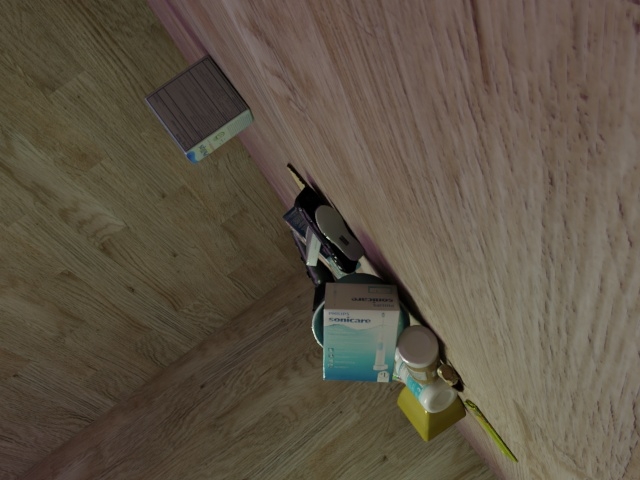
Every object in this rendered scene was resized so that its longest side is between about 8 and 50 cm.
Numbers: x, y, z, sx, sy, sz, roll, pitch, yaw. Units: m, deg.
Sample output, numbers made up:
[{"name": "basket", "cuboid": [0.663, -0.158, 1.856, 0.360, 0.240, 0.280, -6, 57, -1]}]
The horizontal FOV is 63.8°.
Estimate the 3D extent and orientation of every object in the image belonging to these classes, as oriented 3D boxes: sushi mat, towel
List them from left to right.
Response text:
[{"name": "sushi mat", "cuboid": [-0.044, -0.167, 1.980, 0.151, 0.019, 0.316, 50, 175, 28]}, {"name": "towel", "cuboid": [0.590, 0.663, 1.791, 0.237, 0.021, 0.102, 53, 177, 2]}]

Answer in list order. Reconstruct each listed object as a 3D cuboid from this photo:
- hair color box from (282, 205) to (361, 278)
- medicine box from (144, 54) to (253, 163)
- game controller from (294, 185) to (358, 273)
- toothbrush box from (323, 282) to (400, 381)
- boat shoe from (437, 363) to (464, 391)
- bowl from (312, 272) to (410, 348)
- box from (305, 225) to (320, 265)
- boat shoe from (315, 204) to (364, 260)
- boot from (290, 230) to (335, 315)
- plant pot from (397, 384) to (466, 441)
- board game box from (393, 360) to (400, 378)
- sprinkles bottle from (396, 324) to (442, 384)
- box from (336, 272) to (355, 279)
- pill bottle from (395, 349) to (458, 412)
[{"name": "hair color box", "cuboid": [0.000, 0.000, 2.078, 0.347, 0.105, 0.174, 43, 173, 44]}, {"name": "medicine box", "cuboid": [-0.445, -0.483, 1.912, 0.263, 0.289, 0.149, 53, 176, 4]}, {"name": "game controller", "cuboid": [0.027, -0.037, 1.725, 0.319, 0.067, 0.166, 55, -149, -13]}, {"name": "toothbrush box", "cuboid": [0.118, 0.280, 1.553, 0.126, 0.217, 0.295, -85, -5, -56]}, {"name": "boat shoe", "cuboid": [0.421, 0.439, 1.640, 0.135, 0.050, 0.045, 44, 179, -33]}, {"name": "bowl", "cuboid": [0.129, 0.227, 1.691, 0.311, 0.312, 0.163, 55, -161, -29]}, {"name": "box", "cuboid": [-0.024, -0.022, 1.866, 0.186, 0.038, 0.145, -93, 12, -55]}, {"name": "boat shoe", "cuboid": [0.052, -0.025, 1.634, 0.219, 0.078, 0.070, 52, 177, -22]}, {"name": "boot", "cuboid": [-0.028, 0.134, 2.590, 0.367, 0.146, 0.444, -32, -76, -85]}, {"name": "plant pot", "cuboid": [0.453, 0.650, 2.109, 0.212, 0.212, 0.187, 51, 163, 39]}, {"name": "board game box", "cuboid": [0.292, 0.513, 2.252, 0.276, 0.144, 0.142, 18, 160, 25]}, {"name": "sprinkles bottle", "cuboid": [0.322, 0.373, 1.645, 0.121, 0.121, 0.355, 51, 176, 28]}, {"name": "box", "cuboid": [0.133, 0.192, 2.592, 0.169, 0.087, 0.290, 51, 175, 35]}, {"name": "pill bottle", "cuboid": [0.378, 0.495, 1.909, 0.146, 0.146, 0.264, 56, 176, -39]}]
